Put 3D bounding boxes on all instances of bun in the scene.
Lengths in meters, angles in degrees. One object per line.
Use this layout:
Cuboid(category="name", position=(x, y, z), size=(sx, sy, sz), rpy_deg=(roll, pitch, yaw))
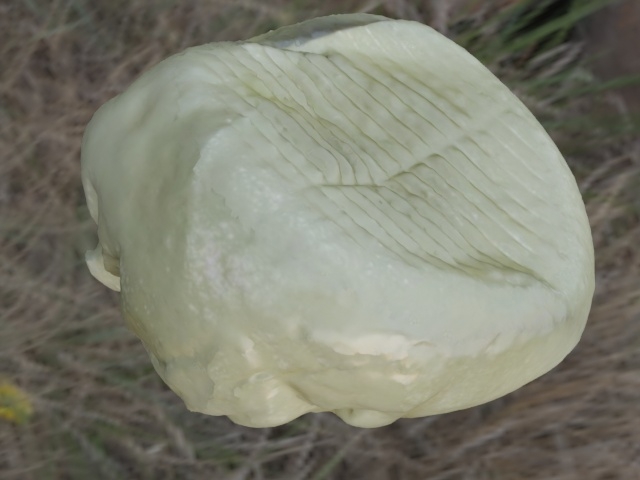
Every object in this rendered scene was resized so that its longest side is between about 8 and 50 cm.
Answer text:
Cuboid(category="bun", position=(0.000, 0.000, 0.841), size=(0.229, 0.145, 0.229), rpy_deg=(22, 34, -16))
